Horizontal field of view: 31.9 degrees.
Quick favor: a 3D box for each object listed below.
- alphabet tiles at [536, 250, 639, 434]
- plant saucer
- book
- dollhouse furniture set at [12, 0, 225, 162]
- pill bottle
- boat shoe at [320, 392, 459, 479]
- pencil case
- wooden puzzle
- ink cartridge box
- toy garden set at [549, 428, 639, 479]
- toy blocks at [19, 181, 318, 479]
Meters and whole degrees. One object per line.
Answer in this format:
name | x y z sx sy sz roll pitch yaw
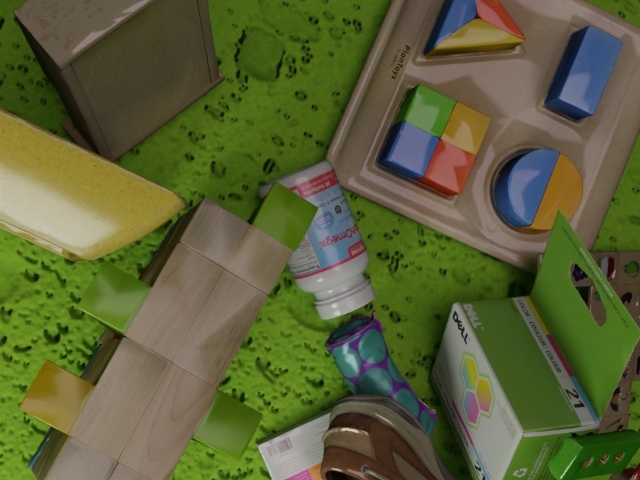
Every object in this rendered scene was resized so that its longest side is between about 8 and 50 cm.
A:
alphabet tiles | 0.323 0.130 1.310 0.198 0.009 0.237 -1 98 -30
plant saucer | -0.306 -0.064 1.011 0.333 0.333 0.081 27 82 -13
book | 0.000 0.272 1.247 0.096 0.035 0.144 -23 95 -10
dollhouse furniture set | -0.288 -0.302 1.115 0.362 0.256 0.394 -39 78 -12
pill bottle | 0.000 0.000 1.217 0.087 0.087 0.160 -25 96 -13
boat shoe | 0.106 0.309 1.203 0.324 0.123 0.116 47 45 -15
pencil case | 0.069 0.158 1.247 0.070 0.064 0.151 -31 98 4
wooden puzzle | 0.216 -0.151 1.276 0.348 0.080 0.322 24 84 -13
ink cartridge box | 0.211 0.122 1.159 0.097 0.189 0.255 -5 133 -17
toy garden set | 0.249 0.281 1.148 0.204 0.049 0.244 4 121 -43
toy blocks | -0.167 0.121 1.100 0.191 0.261 0.381 31 76 -11
